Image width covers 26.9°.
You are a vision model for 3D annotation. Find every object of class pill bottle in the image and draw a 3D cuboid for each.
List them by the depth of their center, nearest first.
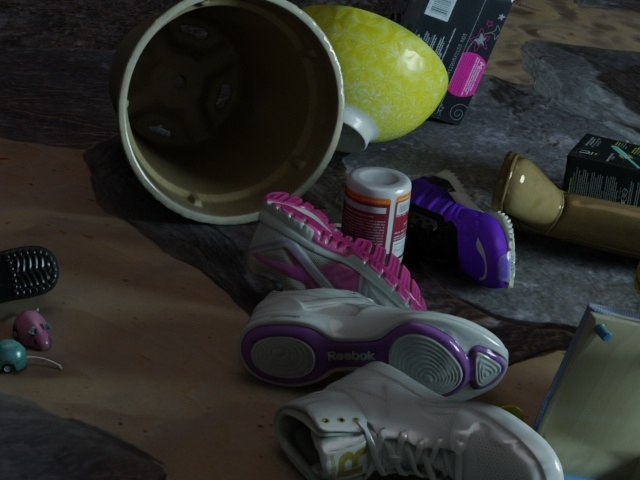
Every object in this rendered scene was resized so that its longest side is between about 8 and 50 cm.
[{"bbox_3d":[0.069,-0.013,1.744,0.086,0.152,0.086,5,24,-2],"label":"pill bottle"}]

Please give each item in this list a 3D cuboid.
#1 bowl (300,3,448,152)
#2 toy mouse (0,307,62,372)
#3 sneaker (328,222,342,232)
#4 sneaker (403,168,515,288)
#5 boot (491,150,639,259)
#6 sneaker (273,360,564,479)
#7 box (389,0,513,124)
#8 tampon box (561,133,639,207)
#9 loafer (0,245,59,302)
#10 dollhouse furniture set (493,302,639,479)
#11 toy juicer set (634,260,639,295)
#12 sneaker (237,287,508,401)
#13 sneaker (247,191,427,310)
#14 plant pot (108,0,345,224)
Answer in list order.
[{"bbox_3d":[0.049,-0.238,2.191,0.289,0.289,0.156,14,67,18],"label":"bowl"},{"bbox_3d":[-0.350,0.111,1.522,0.143,0.031,0.161,19,27,26],"label":"toy mouse"},{"bbox_3d":[0.000,0.000,1.850,0.109,0.040,0.044,6,40,8],"label":"sneaker"},{"bbox_3d":[0.158,-0.004,1.829,0.146,0.102,0.293,-9,24,-16],"label":"sneaker"},{"bbox_3d":[0.387,-0.039,1.858,0.269,0.089,0.236,15,-6,20],"label":"boot"},{"bbox_3d":[0.081,0.216,1.319,0.169,0.108,0.292,-17,24,-38],"label":"sneaker"},{"bbox_3d":[0.207,-0.358,2.383,0.163,0.247,0.142,16,20,-18],"label":"box"},{"bbox_3d":[0.463,-0.086,2.057,0.161,0.101,0.120,15,25,21],"label":"tampon box"},{"bbox_3d":[-0.425,0.054,1.599,0.220,0.080,0.078,-4,-7,-18],"label":"loafer"},{"bbox_3d":[0.333,0.099,1.398,0.303,0.286,0.198,10,22,-20],"label":"dollhouse furniture set"},{"bbox_3d":[0.480,0.074,1.570,0.209,0.329,0.089,-8,37,18],"label":"toy juicer set"},{"bbox_3d":[0.064,0.102,1.537,0.305,0.114,0.152,8,26,4],"label":"sneaker"},{"bbox_3d":[0.016,0.046,1.676,0.252,0.111,0.103,33,18,7],"label":"sneaker"},{"bbox_3d":[-0.174,-0.217,1.996,0.333,0.334,0.305,-4,15,-21],"label":"plant pot"}]
